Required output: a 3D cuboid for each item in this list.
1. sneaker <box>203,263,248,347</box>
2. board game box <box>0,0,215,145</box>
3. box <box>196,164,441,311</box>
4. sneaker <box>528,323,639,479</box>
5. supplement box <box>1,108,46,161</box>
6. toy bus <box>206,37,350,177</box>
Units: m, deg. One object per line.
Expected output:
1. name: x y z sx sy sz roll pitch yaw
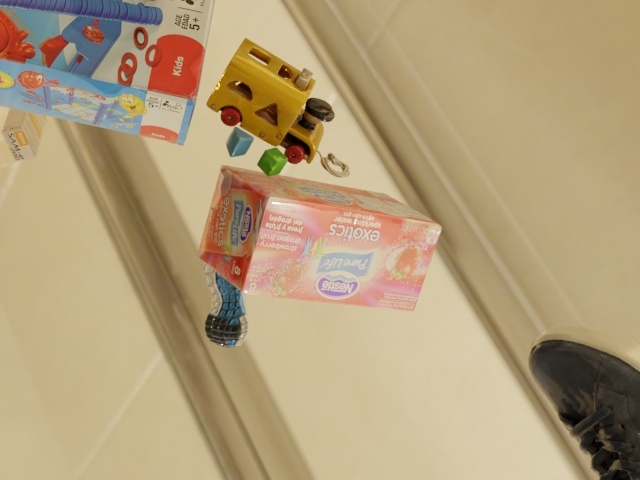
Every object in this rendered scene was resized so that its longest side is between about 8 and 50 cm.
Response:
1. sneaker: -0.142 0.083 1.812 0.071 0.083 0.190 6 124 3
2. board game box: -0.232 -0.262 0.961 0.302 0.308 0.086 11 158 -10
3. box: 0.000 0.000 1.631 0.300 0.154 0.142 8 105 -35
4. sneaker: 0.285 0.227 0.960 0.148 0.350 0.131 -37 164 -27
5. supplement box: -0.470 -0.181 1.825 0.036 0.098 0.062 -8 132 8
6. toy bus: -0.049 -0.187 1.551 0.202 0.191 0.104 -2 137 -43
